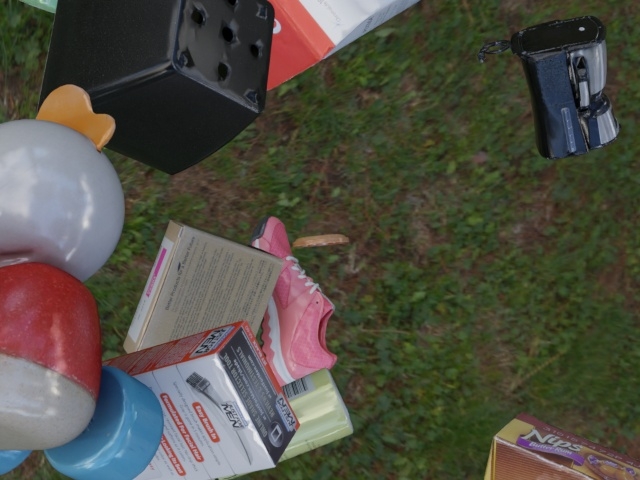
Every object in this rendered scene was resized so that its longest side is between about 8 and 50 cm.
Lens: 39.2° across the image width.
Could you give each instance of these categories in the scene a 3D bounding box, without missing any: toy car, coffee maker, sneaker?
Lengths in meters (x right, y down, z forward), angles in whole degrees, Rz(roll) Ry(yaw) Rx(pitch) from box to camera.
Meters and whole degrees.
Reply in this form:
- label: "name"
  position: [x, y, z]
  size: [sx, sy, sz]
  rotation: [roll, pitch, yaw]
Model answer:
- label: "toy car"
  position: [-0.208, 0.007, 0.568]
  size: [0.219, 0.210, 0.238]
  rotation: [46, 49, -47]
- label: "coffee maker"
  position: [0.339, -0.220, 1.309]
  size: [0.120, 0.171, 0.178]
  rotation: [-51, 135, -38]
- label: "sneaker"
  position: [-0.040, 0.102, 1.631]
  size: [0.136, 0.116, 0.313]
  rotation: [-12, 80, 17]

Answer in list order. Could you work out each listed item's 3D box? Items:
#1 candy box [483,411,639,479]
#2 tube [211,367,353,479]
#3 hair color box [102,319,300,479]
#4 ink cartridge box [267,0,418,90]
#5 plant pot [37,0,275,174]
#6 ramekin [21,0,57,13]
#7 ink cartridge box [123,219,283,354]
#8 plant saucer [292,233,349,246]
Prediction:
- label: "candy box"
  position: [0.151, 0.219, 0.582]
  size: [0.053, 0.109, 0.186]
  rotation: [-16, 119, -54]
- label: "tube"
  position: [-0.092, 0.181, 0.759]
  size: [0.240, 0.062, 0.070]
  rotation: [-22, 131, -3]
- label: "hair color box"
  position: [-0.111, 0.125, 0.647]
  size: [0.093, 0.167, 0.053]
  rotation: [65, 29, -15]
- label: "ink cartridge box"
  position: [-0.032, -0.489, 1.613]
  size: [0.385, 0.091, 0.308]
  rotation: [-35, 83, -23]
- label: "plant pot"
  position: [-0.152, -0.193, 0.932]
  size: [0.188, 0.167, 0.187]
  rotation: [23, 67, -48]
- label: "ramekin"
  position: [-0.481, -0.531, 1.693]
  size: [0.303, 0.303, 0.148]
  rotation: [14, 115, -19]
- label: "ink cartridge box"
  position: [-0.195, 0.105, 1.496]
  size: [0.193, 0.088, 0.234]
  rotation: [21, 91, -26]
- label: "plant saucer"
  position: [0.000, 0.000, 1.318]
  size: [0.084, 0.083, 0.013]
  rotation: [-5, 87, -19]
